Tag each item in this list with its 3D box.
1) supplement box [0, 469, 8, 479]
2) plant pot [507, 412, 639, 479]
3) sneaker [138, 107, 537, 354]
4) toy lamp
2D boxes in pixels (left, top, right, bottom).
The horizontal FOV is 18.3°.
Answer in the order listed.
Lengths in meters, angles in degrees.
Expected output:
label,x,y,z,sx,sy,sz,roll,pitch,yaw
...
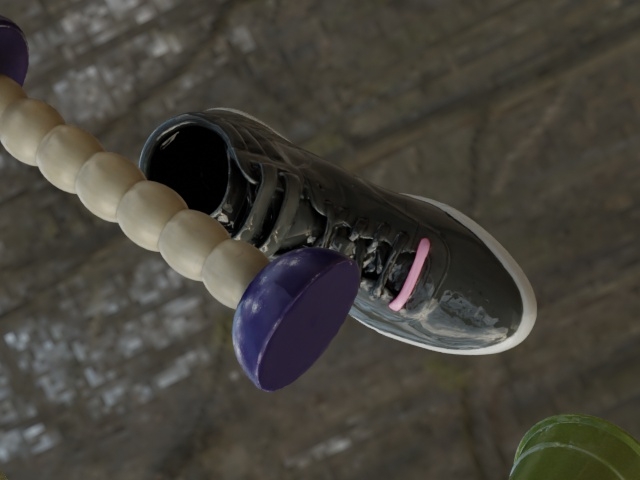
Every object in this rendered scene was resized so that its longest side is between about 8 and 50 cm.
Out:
label,x,y,z,sx,sy,sz,roll,pitch,yaw
supplement box,-0.194,0.139,0.968,0.083,0.083,0.056,48,-175,22
plant pot,0.107,0.133,0.911,0.079,0.083,0.083,-34,-81,-49
sneaker,0.000,0.000,1.350,0.296,0.104,0.147,30,-166,16
toy lamp,-0.110,-0.032,0.918,0.275,0.080,0.080,36,177,22
